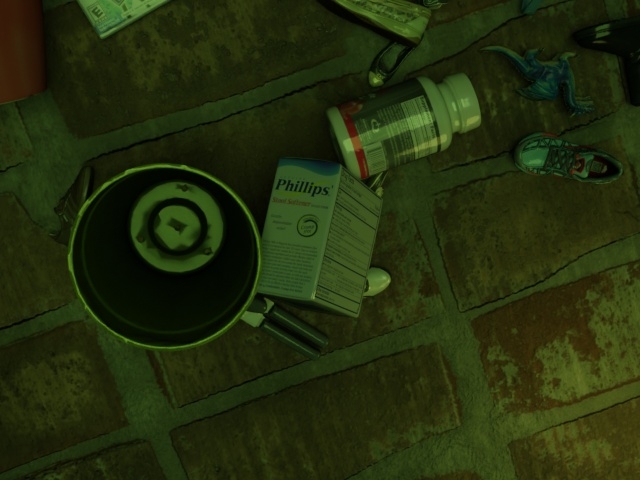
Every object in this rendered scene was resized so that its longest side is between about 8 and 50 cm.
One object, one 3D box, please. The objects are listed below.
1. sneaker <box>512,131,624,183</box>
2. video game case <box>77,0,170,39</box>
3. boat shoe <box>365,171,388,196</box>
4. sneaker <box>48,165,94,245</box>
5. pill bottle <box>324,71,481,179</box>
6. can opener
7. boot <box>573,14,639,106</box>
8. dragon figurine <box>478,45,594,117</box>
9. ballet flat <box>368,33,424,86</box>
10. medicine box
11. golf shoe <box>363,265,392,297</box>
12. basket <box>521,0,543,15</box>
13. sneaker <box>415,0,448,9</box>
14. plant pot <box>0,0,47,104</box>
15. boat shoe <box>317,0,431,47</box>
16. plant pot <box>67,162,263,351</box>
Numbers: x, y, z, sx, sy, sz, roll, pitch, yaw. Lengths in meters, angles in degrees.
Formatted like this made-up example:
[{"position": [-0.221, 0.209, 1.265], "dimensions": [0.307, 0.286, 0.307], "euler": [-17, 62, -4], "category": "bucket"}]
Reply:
[{"position": [0.580, -0.190, 1.922], "dimensions": [0.262, 0.125, 0.104], "euler": [6, 100, -8], "category": "sneaker"}, {"position": [-0.406, -0.641, 1.769], "dimensions": [0.329, 0.036, 0.300], "euler": [-30, 103, 0], "category": "video game case"}, {"position": [0.122, -0.110, 1.928], "dimensions": [0.043, 0.049, 0.137], "euler": [29, 99, -14], "category": "boat shoe"}, {"position": [-0.556, -0.080, 1.849], "dimensions": [0.071, 0.066, 0.188], "euler": [14, 99, -8], "category": "sneaker"}, {"position": [0.183, -0.259, 1.838], "dimensions": [0.319, 0.176, 0.176], "euler": [-20, 103, -2], "category": "pill bottle"}, {"position": [-0.107, 0.194, 1.938], "dimensions": [0.283, 0.095, 0.076], "euler": [33, 97, -11], "category": "can opener"}, {"position": [0.714, -0.408, 1.909], "dimensions": [0.247, 0.094, 0.207], "euler": [-13, 99, -10], "category": "boot"}, {"position": [0.503, -0.365, 1.899], "dimensions": [0.289, 0.085, 0.144], "euler": [7, 100, -9], "category": "dragon figurine"}, {"position": [0.167, -0.419, 1.870], "dimensions": [0.057, 0.049, 0.173], "euler": [38, 95, -11], "category": "ballet flat"}, {"position": [0.000, 0.000, 1.777], "dimensions": [0.149, 0.263, 0.289], "euler": [8, 80, 25], "category": "medicine box"}, {"position": [0.076, 0.112, 1.944], "dimensions": [0.198, 0.094, 0.077], "euler": [-11, 101, -5], "category": "golf shoe"}, {"position": [0.488, -0.648, 1.757], "dimensions": [0.201, 0.255, 0.288], "euler": [13, 90, -2], "category": "basket"}, {"position": [0.202, -0.594, 1.820], "dimensions": [0.226, 0.086, 0.163], "euler": [12, 97, -10], "category": "sneaker"}, {"position": [-0.682, -0.407, 1.684], "dimensions": [0.275, 0.275, 0.243], "euler": [-10, 110, -4], "category": "plant pot"}, {"position": [0.100, -0.520, 1.812], "dimensions": [0.285, 0.104, 0.089], "euler": [26, 93, -5], "category": "boat shoe"}, {"position": [-0.309, 0.001, 1.746], "dimensions": [0.367, 0.353, 0.366], "euler": [-1, 102, -5], "category": "plant pot"}]
